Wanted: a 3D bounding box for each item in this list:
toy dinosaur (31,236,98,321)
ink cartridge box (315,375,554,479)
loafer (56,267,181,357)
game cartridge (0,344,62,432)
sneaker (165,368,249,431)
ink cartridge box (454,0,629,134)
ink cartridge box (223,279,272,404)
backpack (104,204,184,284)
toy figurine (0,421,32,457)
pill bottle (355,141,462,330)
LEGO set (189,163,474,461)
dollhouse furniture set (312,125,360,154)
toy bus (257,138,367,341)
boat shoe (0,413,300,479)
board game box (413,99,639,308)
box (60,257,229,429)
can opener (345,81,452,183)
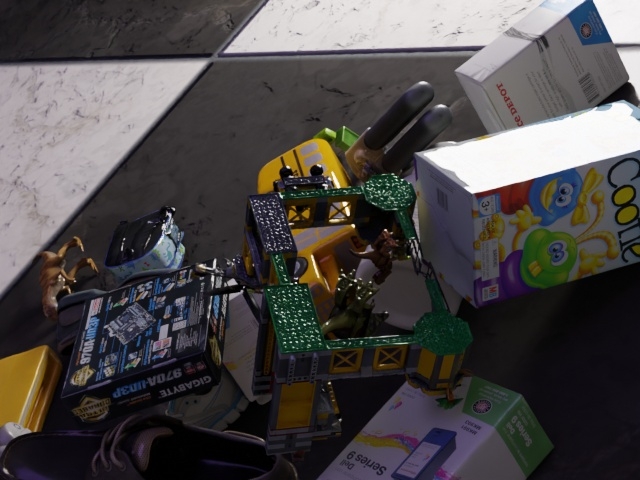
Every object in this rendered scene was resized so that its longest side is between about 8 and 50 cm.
[{"bbox_3d":[-0.406,0.041,2.408,0.112,0.064,0.211,-31,32,5],"label":"toy dinosaur"},{"bbox_3d":[0.113,0.242,1.656,0.212,0.093,0.154,-46,35,-18],"label":"ink cartridge box"},{"bbox_3d":[-0.264,0.107,2.190,0.267,0.096,0.084,-15,55,37],"label":"loafer"},{"bbox_3d":[-0.529,0.297,2.187,0.324,0.052,0.285,-20,34,24],"label":"game cartridge"},{"bbox_3d":[-0.173,0.227,1.936,0.071,0.083,0.190,9,52,45],"label":"sneaker"},{"bbox_3d":[0.293,-0.219,2.079,0.191,0.139,0.082,-37,31,-7],"label":"ink cartridge box"},{"bbox_3d":[-0.081,0.123,1.954,0.092,0.143,0.090,-32,14,1],"label":"ink cartridge box"},{"bbox_3d":[-0.252,0.022,2.278,0.105,0.084,0.114,-18,30,23],"label":"backpack"},{"bbox_3d":[-0.422,0.315,1.894,0.213,0.148,0.209,-59,0,-34],"label":"toy figurine"},{"bbox_3d":[0.136,-0.011,1.942,0.131,0.131,0.229,-9,39,33],"label":"pill bottle"},{"bbox_3d":[0.020,0.093,1.723,0.255,0.192,0.331,-10,46,-19],"label":"LEGO set"},{"bbox_3d":[0.003,-0.107,2.292,0.152,0.058,0.076,-35,34,35],"label":"dollhouse furniture set"},{"bbox_3d":[0.000,0.000,2.070,0.130,0.108,0.332,-28,32,5],"label":"toy bus"},{"bbox_3d":[-0.192,0.248,1.767,0.355,0.130,0.132,3,45,7],"label":"boat shoe"},{"bbox_3d":[0.262,-0.044,1.777,0.275,0.142,0.144,-15,27,-18],"label":"board game box"},{"bbox_3d":[-0.198,0.115,1.825,0.175,0.051,0.220,-18,27,9],"label":"box"},{"bbox_3d":[0.111,-0.140,2.083,0.095,0.076,0.283,-36,-3,-25],"label":"can opener"}]
